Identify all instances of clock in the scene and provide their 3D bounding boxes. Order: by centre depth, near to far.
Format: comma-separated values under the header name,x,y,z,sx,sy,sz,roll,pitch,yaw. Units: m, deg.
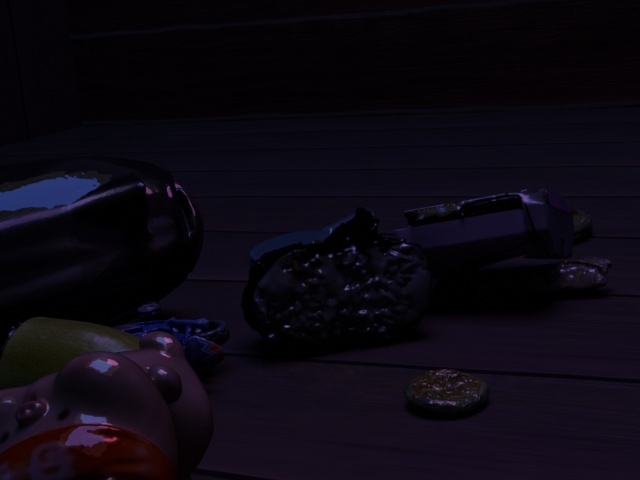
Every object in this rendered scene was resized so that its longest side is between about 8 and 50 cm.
name,x,y,z,sx,sy,sz,roll,pitch,yaw
clock,0.214,-0.005,1.403,0.186,0.083,0.253,-10,-5,20

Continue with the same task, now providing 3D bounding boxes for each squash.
name,x,y,z,sx,sy,sz,roll,pitch,yaw
squash,-0.206,0.135,1.038,0.187,0.123,0.123,3,15,34

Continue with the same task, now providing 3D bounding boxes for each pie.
name,x,y,z,sx,sy,sz,roll,pitch,yaw
pie,0.119,0.146,1.067,0.084,0.021,0.084,-3,17,1
pie,0.314,-0.025,1.676,0.187,0.041,0.187,-6,14,1

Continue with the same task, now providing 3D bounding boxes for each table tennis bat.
name,x,y,z,sx,sy,sz,roll,pitch,yaw
table tennis bat,0.000,0.000,1.708,0.153,0.040,0.244,8,23,42

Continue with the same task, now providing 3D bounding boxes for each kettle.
name,x,y,z,sx,sy,sz,roll,pitch,yaw
kettle,-0.297,0.029,1.326,0.324,0.228,0.321,-14,-24,-9

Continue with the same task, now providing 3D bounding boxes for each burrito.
name,x,y,z,sx,sy,sz,roll,pitch,yaw
burrito,0.273,0.049,1.379,0.171,0.042,0.051,-4,23,11

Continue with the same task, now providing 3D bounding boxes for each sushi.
name,x,y,z,sx,sy,sz,roll,pitch,yaw
sushi,0.015,0.044,1.275,0.212,0.147,0.115,-10,12,-11

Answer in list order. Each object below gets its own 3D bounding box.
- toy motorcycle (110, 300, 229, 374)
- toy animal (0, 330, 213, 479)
name,x,y,z,sx,sy,sz,roll,pitch,yaw
toy motorcycle,-0.199,0.120,1.195,0.205,0.076,0.114,-8,15,3
toy animal,-0.171,0.161,0.842,0.171,0.171,0.198,-2,10,13
